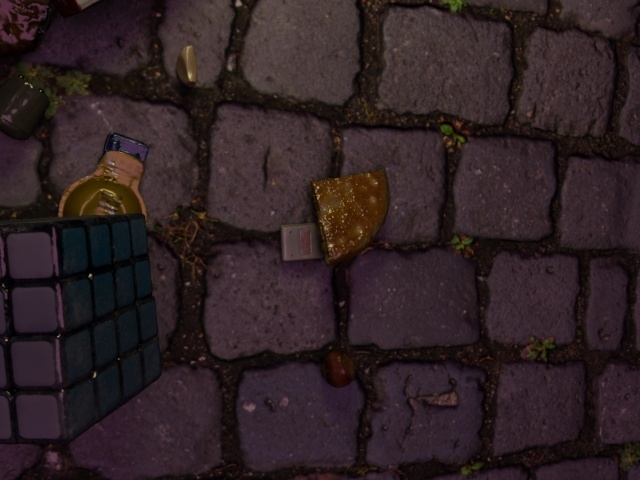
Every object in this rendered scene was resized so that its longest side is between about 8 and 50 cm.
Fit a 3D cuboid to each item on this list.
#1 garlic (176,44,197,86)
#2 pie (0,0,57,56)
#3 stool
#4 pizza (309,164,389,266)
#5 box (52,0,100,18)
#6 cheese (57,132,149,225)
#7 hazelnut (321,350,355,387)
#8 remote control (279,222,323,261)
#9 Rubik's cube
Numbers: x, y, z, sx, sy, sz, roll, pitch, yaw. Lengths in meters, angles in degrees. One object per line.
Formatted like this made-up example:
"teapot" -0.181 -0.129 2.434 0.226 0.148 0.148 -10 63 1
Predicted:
"garlic" -0.278 -0.361 1.308 0.041 0.053 0.083 -4 83 -34
"pie" -0.633 -0.508 1.154 0.289 0.103 0.354 18 92 -19
"stool" -0.583 -0.255 1.199 0.096 0.096 0.110 34 79 -18
"pizza" 0.053 -0.072 1.422 0.197 0.058 0.292 31 65 -5
"box" -0.416 -0.660 1.111 0.344 0.122 0.385 -43 122 -25
"cheese" -0.432 -0.084 1.275 0.177 0.069 0.270 19 87 -19
"hazelnut" 0.042 0.304 1.466 0.086 0.086 0.086 -2 95 -18
"remote control" 0.000 0.000 1.444 0.190 0.029 0.087 -5 97 -17
"Rubik's cube" -0.507 0.130 1.075 0.344 0.344 0.337 -3 96 8
